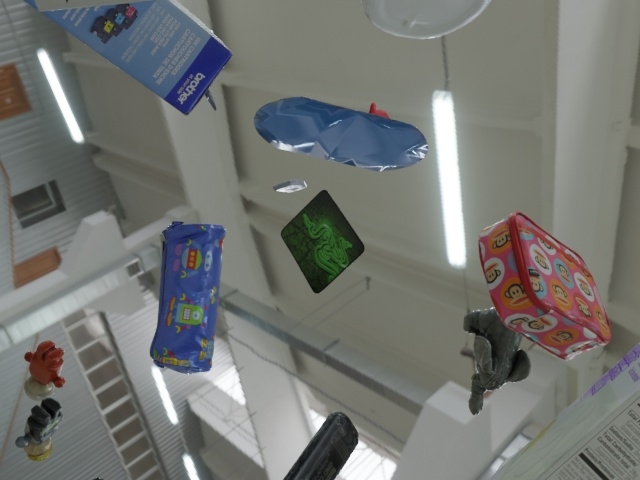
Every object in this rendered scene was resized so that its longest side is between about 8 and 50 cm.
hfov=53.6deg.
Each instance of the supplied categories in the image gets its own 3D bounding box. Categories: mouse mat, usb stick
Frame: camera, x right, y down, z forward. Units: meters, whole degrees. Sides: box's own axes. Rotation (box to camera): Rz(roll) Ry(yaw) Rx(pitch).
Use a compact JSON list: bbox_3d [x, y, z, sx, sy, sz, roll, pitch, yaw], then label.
[{"bbox_3d":[0.000,0.000,1.357,0.152,0.007,0.190,-44,-123,18],"label":"mouse mat"},{"bbox_3d":[-0.027,0.375,0.950,0.045,0.278,0.077,-16,-69,43],"label":"usb stick"}]

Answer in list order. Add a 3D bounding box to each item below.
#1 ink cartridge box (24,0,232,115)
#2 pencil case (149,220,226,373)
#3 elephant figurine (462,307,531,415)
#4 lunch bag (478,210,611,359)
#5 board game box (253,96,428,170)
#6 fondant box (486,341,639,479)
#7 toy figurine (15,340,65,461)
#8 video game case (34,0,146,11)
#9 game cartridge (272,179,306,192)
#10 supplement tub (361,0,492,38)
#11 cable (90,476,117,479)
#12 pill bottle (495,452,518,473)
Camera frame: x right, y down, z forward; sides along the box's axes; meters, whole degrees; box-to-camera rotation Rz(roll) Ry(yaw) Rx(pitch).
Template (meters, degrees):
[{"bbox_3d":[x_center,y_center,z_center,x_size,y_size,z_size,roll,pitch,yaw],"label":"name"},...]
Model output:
[{"bbox_3d":[-0.326,-0.392,1.135,0.395,0.151,0.270,32,13,-33],"label":"ink cartridge box"},{"bbox_3d":[-0.264,0.107,1.251,0.119,0.133,0.306,167,-71,-64],"label":"pencil case"},{"bbox_3d":[0.444,0.297,1.588,0.169,0.239,0.186,-5,-35,23],"label":"elephant figurine"},{"bbox_3d":[0.442,0.078,1.268,0.293,0.258,0.120,29,-47,-31],"label":"lunch bag"},{"bbox_3d":[0.022,-0.113,0.609,0.133,0.168,0.033,133,-33,-74],"label":"board game box"},{"bbox_3d":[0.301,0.229,0.677,0.330,0.238,0.096,-47,-108,13],"label":"fondant box"},{"bbox_3d":[-0.586,0.296,1.173,0.148,0.213,0.209,-60,-144,32],"label":"toy figurine"},{"bbox_3d":[-0.141,-0.316,0.715,0.244,0.269,0.061,5,-61,23],"label":"video game case"},{"bbox_3d":[-0.068,-0.127,1.478,0.056,0.083,0.017,-11,-95,23],"label":"game cartridge"},{"bbox_3d":[0.147,-0.504,0.970,0.207,0.207,0.338,-39,-128,56],"label":"supplement tub"},{"bbox_3d":[-0.280,0.378,0.841,0.150,0.047,0.184,23,0,13],"label":"cable"},{"bbox_3d":[0.344,0.410,0.936,0.193,0.108,0.108,51,-32,-9],"label":"pill bottle"}]
